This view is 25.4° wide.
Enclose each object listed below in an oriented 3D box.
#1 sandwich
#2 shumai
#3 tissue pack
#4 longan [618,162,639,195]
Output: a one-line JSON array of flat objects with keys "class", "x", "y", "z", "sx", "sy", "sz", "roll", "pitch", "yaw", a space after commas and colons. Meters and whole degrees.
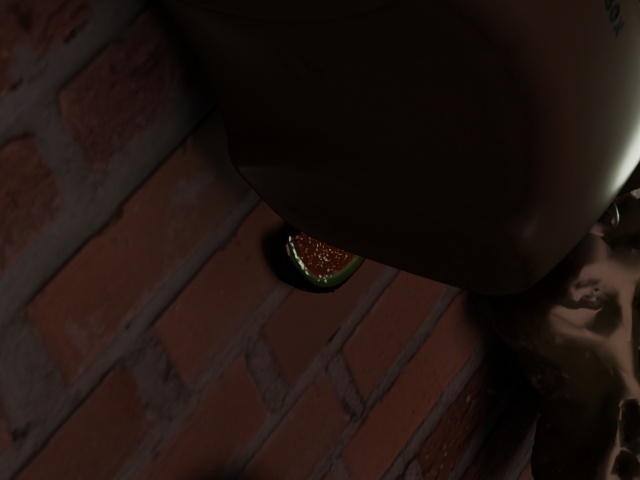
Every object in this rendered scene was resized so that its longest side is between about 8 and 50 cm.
[{"class": "sandwich", "x": 0.002, "y": 0.002, "z": 1.013, "sx": 0.101, "sy": 0.026, "sz": 0.069, "roll": -45, "pitch": 132, "yaw": -39}, {"class": "shumai", "x": 0.278, "y": 0.078, "z": 1.249, "sx": 0.346, "sy": 0.217, "sz": 0.283, "roll": -58, "pitch": 142, "yaw": -22}, {"class": "tissue pack", "x": 0.049, "y": -0.178, "z": 0.793, "sx": 0.277, "sy": 0.267, "sz": 0.387, "roll": -59, "pitch": 141, "yaw": -22}, {"class": "longan", "x": 0.201, "y": -0.144, "z": 1.073, "sx": 0.246, "sy": 0.215, "sz": 0.246, "roll": -62, "pitch": 171, "yaw": -18}]
